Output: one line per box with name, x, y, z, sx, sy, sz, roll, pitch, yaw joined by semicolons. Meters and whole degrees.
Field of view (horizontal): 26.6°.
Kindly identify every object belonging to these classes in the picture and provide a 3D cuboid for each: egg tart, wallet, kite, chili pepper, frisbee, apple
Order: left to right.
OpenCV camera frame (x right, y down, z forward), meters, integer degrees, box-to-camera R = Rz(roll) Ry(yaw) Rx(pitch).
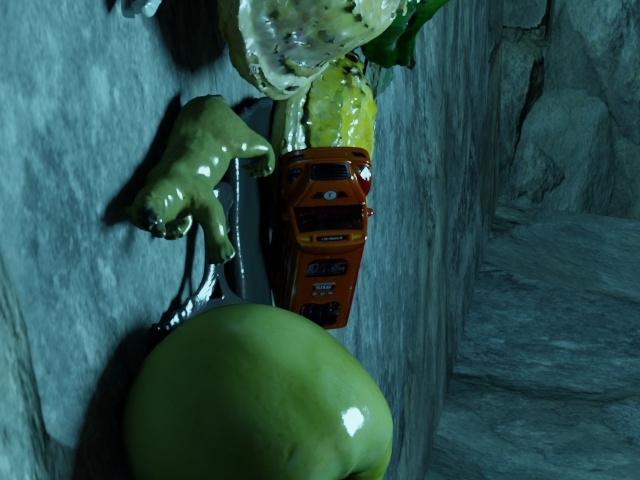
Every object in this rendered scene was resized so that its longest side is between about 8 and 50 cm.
frisbee;-0.102;0.056;1.438;0.187;0.012;0.211;41;60;-53
wallet;-0.079;-0.016;1.534;0.146;0.030;0.285;-45;135;-69
apple;-0.063;0.190;1.320;0.262;0.262;0.262;8;90;-76
egg tart;0.016;-0.126;1.738;0.291;0.107;0.291;9;90;-75
egg tart;0.014;-0.304;1.324;0.352;0.150;0.352;12;90;-71
kite;0.084;-0.224;2.145;0.229;0.012;0.250;-54;150;-55
chili pepper;0.074;-0.333;1.679;0.385;0.167;0.213;-146;-106;-86

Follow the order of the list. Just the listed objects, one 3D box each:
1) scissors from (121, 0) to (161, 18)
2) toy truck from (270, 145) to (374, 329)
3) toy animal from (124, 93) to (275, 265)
scissors;-0.131;-0.283;1.209;0.118;0.030;0.242;81;20;-48
toy truck;0.000;0.000;1.610;0.253;0.107;0.114;100;-16;-52
toy animal;-0.123;-0.060;1.287;0.101;0.103;0.219;61;38;-37
